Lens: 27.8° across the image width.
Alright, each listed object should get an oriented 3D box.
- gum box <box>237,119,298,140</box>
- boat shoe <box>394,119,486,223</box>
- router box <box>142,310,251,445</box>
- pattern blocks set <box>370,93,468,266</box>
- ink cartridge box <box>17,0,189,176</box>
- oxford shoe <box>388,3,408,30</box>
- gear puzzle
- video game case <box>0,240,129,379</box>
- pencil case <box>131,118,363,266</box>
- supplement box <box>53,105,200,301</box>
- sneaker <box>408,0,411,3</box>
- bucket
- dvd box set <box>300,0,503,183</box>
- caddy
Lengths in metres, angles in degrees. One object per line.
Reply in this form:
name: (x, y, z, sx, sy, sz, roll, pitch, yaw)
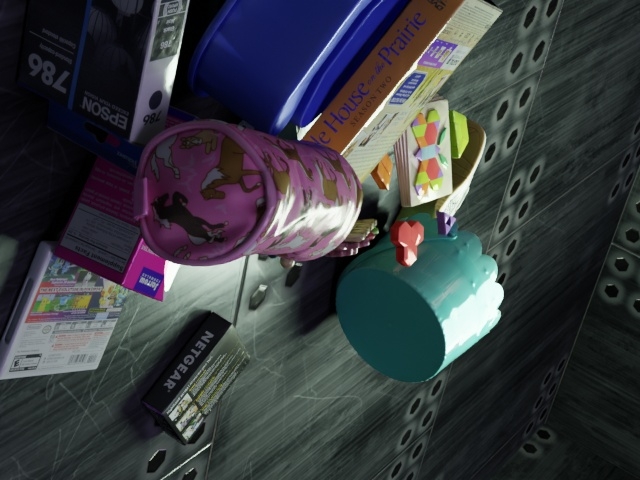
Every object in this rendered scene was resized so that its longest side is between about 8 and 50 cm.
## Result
gum box: (-0.093, -0.100, 1.862, 0.157, 0.041, 0.184, -49, 154, -25)
boat shoe: (0.230, -0.105, 2.428, 0.096, 0.098, 0.277, -9, 133, -61)
router box: (-0.189, 0.215, 2.009, 0.179, 0.046, 0.133, -52, 154, -19)
pattern blocks set: (0.175, -0.150, 2.193, 0.285, 0.026, 0.325, -39, 123, -44)
ink cartridge box: (-0.221, -0.224, 1.328, 0.065, 0.165, 0.333, -30, 141, -52)
oxford shoe: (0.152, -0.343, 2.002, 0.097, 0.098, 0.271, -32, 142, -47)
gear puzzle: (0.000, 0.000, 1.971, 0.339, 0.175, 0.044, -41, 126, -80)
video game case: (-0.319, 0.087, 1.647, 0.201, 0.023, 0.184, 3, 113, -62)
pencil case: (-0.074, -0.050, 1.463, 0.167, 0.160, 0.386, -42, 171, 11)
supplement box: (-0.213, -0.052, 1.569, 0.220, 0.113, 0.111, -65, 155, -3)
sneaker: (0.165, -0.444, 1.875, 0.296, 0.131, 0.112, -52, 154, -36)
bucket: (0.172, 0.109, 2.338, 0.183, 0.281, 0.281, -37, 147, -41)
dvd box set: (0.082, -0.188, 1.824, 0.420, 0.062, 0.307, -51, 171, 15)
caddy: (-0.029, -0.292, 1.606, 0.341, 0.179, 0.241, -52, 170, 21)
